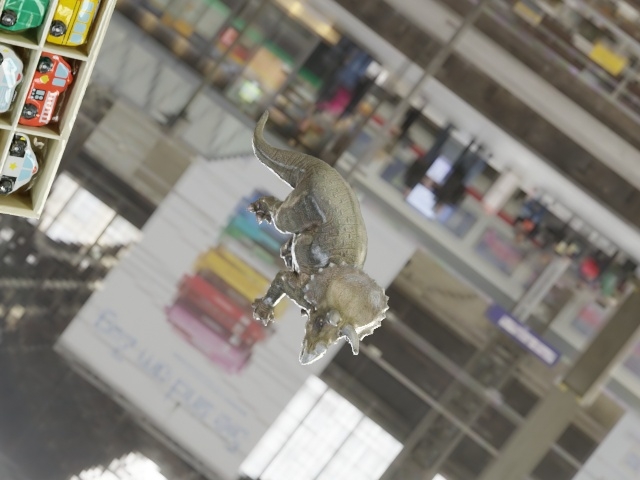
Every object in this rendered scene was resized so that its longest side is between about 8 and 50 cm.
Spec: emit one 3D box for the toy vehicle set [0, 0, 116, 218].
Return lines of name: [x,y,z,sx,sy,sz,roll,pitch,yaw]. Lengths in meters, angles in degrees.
toy vehicle set: [-0.298,-0.151,1.356,0.166,0.267,0.035,9,-150,-29]

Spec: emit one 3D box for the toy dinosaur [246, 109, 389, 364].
toy dinosaur: [0.000,0.000,1.600,0.121,0.160,0.314,16,-120,-38]
